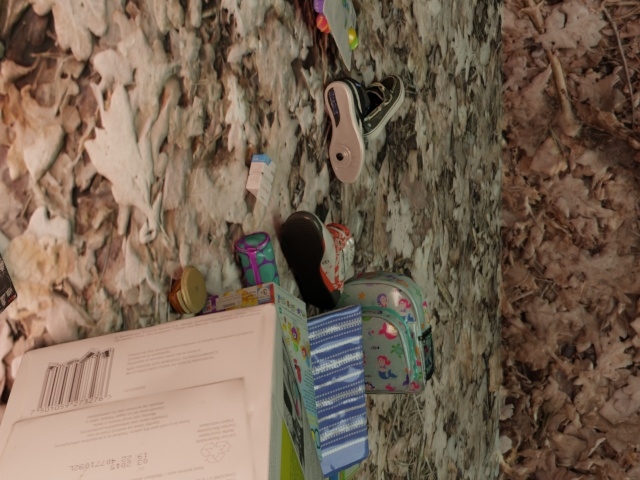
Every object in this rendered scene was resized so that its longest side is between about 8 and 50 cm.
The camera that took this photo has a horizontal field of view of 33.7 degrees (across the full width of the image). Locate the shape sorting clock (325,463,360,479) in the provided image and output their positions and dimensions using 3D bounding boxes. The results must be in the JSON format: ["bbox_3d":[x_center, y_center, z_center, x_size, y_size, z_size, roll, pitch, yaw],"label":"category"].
[{"bbox_3d":[0.047,0.449,2.303,0.206,0.040,0.206,7,90,-67],"label":"shape sorting clock"}]

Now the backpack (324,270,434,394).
[{"bbox_3d":[0.116,0.196,2.209,0.191,0.225,0.253,-20,108,-70],"label":"backpack"}]

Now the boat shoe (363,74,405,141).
[{"bbox_3d":[0.130,-0.313,2.353,0.070,0.078,0.219,73,33,-41],"label":"boat shoe"}]

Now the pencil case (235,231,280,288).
[{"bbox_3d":[-0.106,0.061,1.878,0.070,0.064,0.151,-79,160,-59],"label":"pencil case"}]

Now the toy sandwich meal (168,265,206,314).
[{"bbox_3d":[-0.211,0.082,1.690,0.085,0.029,0.085,-9,90,-69],"label":"toy sandwich meal"}]

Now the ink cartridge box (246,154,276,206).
[{"bbox_3d":[-0.108,-0.107,1.897,0.048,0.028,0.083,44,53,-60],"label":"ink cartridge box"}]

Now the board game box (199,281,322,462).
[{"bbox_3d":[-0.100,0.229,1.730,0.144,0.142,0.275,40,39,-60],"label":"board game box"}]

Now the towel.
[{"bbox_3d":[-0.001,0.311,2.057,0.243,0.040,0.336,-15,108,-37],"label":"towel"}]

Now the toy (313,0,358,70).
[{"bbox_3d":[0.022,-0.455,2.120,0.237,0.056,0.137,50,44,-64],"label":"toy"}]

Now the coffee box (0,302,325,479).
[{"bbox_3d":[-0.182,0.333,1.286,0.338,0.338,0.334,-94,171,-56],"label":"coffee box"}]

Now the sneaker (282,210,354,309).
[{"bbox_3d":[-0.001,0.000,2.084,0.270,0.090,0.145,73,30,-45],"label":"sneaker"}]

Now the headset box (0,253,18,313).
[{"bbox_3d":[-0.400,0.049,1.249,0.062,0.032,0.083,-58,142,-49],"label":"headset box"}]

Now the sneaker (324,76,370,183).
[{"bbox_3d":[0.072,-0.237,2.227,0.121,0.079,0.217,-36,124,-59],"label":"sneaker"}]
